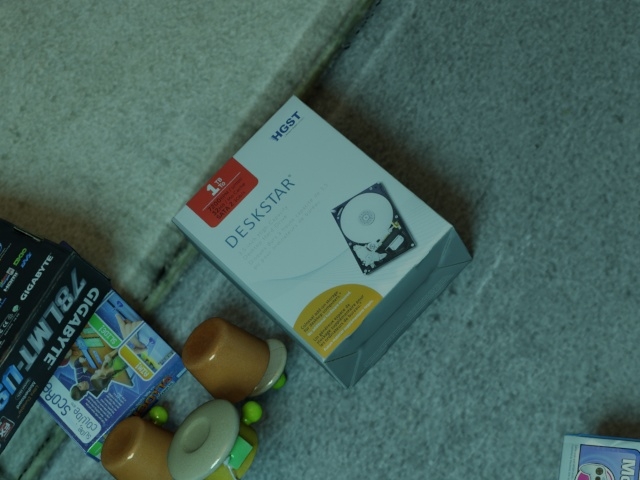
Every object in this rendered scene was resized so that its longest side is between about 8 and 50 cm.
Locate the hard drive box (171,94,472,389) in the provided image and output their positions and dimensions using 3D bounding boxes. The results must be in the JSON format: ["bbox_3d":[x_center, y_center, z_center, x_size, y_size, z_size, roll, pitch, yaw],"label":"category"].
[{"bbox_3d":[0.000,0.000,1.552,0.181,0.089,0.232,-47,61,-5],"label":"hard drive box"}]

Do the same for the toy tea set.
[{"bbox_3d":[-0.128,0.238,1.501,0.336,0.124,0.200,-51,32,-3],"label":"toy tea set"}]

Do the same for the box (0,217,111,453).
[{"bbox_3d":[-0.392,0.109,1.608,0.293,0.073,0.295,19,72,44],"label":"box"}]

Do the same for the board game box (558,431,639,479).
[{"bbox_3d":[0.335,0.327,1.294,0.302,0.086,0.308,3,69,20],"label":"board game box"}]

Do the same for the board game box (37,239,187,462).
[{"bbox_3d":[-0.246,0.111,1.619,0.136,0.035,0.201,-46,61,-4],"label":"board game box"}]
